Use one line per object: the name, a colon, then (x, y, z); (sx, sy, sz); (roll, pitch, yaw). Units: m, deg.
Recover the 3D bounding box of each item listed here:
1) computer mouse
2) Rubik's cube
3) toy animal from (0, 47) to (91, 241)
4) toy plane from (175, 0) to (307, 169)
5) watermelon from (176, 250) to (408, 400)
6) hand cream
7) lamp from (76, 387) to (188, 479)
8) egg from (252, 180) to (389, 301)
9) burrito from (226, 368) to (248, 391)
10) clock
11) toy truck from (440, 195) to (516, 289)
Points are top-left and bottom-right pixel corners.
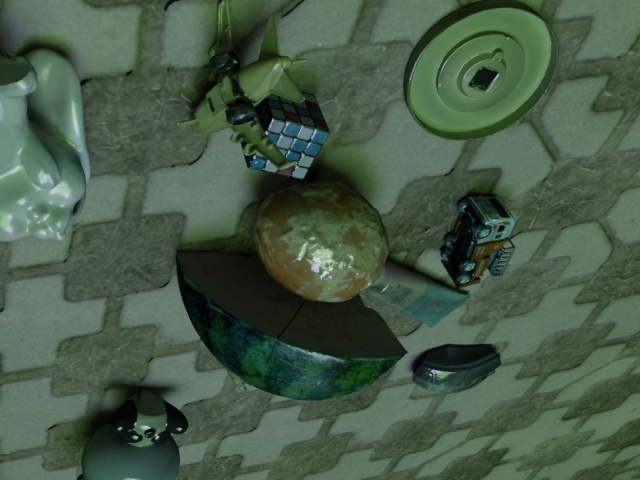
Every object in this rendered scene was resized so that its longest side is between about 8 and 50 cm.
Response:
computer mouse: (0.312, 0.300, 1.651); (0.231, 0.071, 0.126); (3, 133, -23)
Rubik's cube: (-0.055, -0.156, 1.041); (0.092, 0.092, 0.092); (10, 129, -27)
toy animal: (-0.415, -0.111, 0.910); (0.249, 0.174, 0.289); (-14, 137, -22)
toy plane: (-0.110, -0.187, 0.952); (0.092, 0.228, 0.244); (-18, 178, -44)
watermelon: (-0.078, 0.174, 1.249); (0.319, 0.292, 0.222); (-1, 131, -31)
hand cream: (0.169, 0.104, 1.407); (0.312, 0.070, 0.111); (26, 119, -42)
lamp: (-0.371, 0.422, 1.469); (0.198, 0.197, 0.243); (9, 122, -27)
egg: (0.000, 0.000, 1.149); (0.233, 0.194, 0.195); (15, 128, -29)
burrito: (-0.163, 0.240, 1.444); (0.058, 0.045, 0.188); (-17, 137, -1)
clock: (0.240, -0.247, 1.096); (0.235, 0.029, 0.234); (-10, 136, -9)
toy truck: (0.297, -0.001, 1.332); (0.115, 0.080, 0.177); (-8, 138, -19)
